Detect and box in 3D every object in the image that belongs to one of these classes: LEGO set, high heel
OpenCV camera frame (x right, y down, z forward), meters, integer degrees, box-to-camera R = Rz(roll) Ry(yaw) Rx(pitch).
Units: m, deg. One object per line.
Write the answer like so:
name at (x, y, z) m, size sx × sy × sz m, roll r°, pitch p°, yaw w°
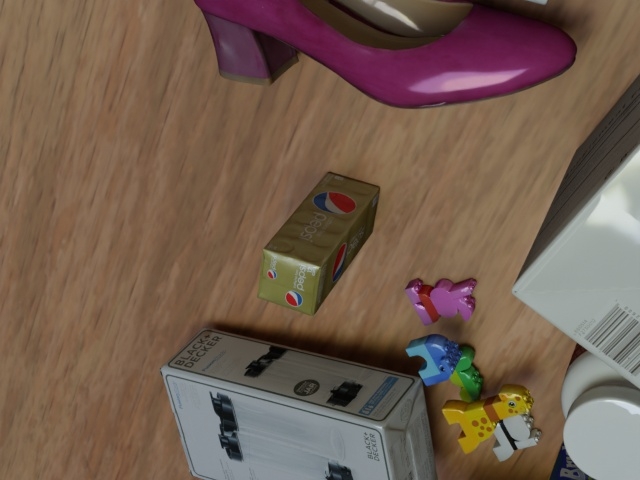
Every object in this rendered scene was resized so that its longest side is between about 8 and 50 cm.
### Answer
LEGO set at (0.171, 0.144, 1.320) m, size 0.093 × 0.087 × 0.227 m, roll -21°, pitch 108°, yaw 31°
high heel at (0.042, -0.225, 1.149) m, size 0.377 × 0.127 × 0.181 m, roll 4°, pitch 126°, yaw 24°

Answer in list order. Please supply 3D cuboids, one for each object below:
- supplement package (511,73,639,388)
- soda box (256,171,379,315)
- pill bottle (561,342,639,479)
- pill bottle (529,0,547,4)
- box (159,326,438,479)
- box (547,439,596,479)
supplement package at (0.304, -0.029, 1.045) m, size 0.177 × 0.293 × 0.175 m, roll 37°, pitch 124°, yaw 1°
soda box at (0.000, 0.000, 1.259) m, size 0.061 × 0.181 × 0.058 m, roll 17°, pitch 122°, yaw 14°
pill bottle at (0.292, 0.128, 1.180) m, size 0.121 × 0.216 × 0.121 m, roll 10°, pitch 119°, yaw 19°
pill bottle at (0.111, -0.280, 1.096) m, size 0.209 × 0.119 × 0.119 m, roll 18°, pitch 122°, yaw 7°
box at (-0.024, 0.208, 1.396) m, size 0.290 × 0.087 × 0.169 m, roll 9°, pitch 127°, yaw 32°
box at (0.272, 0.229, 1.272) m, size 0.054 × 0.169 × 0.059 m, roll -10°, pitch 112°, yaw 28°
